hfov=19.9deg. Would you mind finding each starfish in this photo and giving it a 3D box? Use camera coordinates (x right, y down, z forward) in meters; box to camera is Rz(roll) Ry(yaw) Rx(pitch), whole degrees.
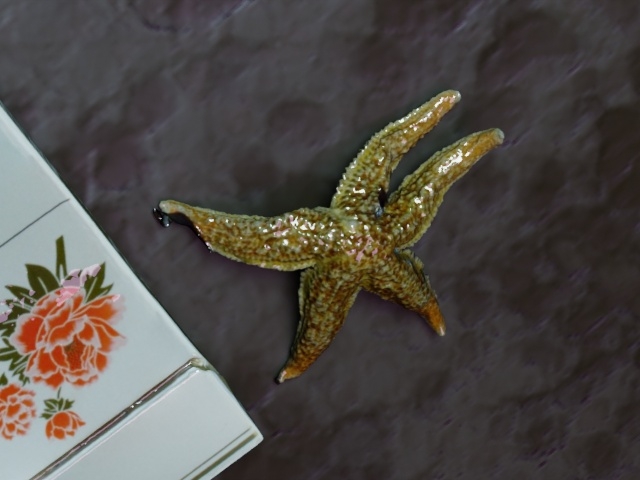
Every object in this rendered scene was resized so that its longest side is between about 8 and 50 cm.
[{"bbox_3d":[0.001,0.004,0.703,0.130,0.041,0.133,5,110,-21],"label":"starfish"}]

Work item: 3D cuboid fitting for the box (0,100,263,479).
[{"bbox_3d":[-0.117,0.036,0.680,0.109,0.029,0.198,-36,119,-2],"label":"box"}]
